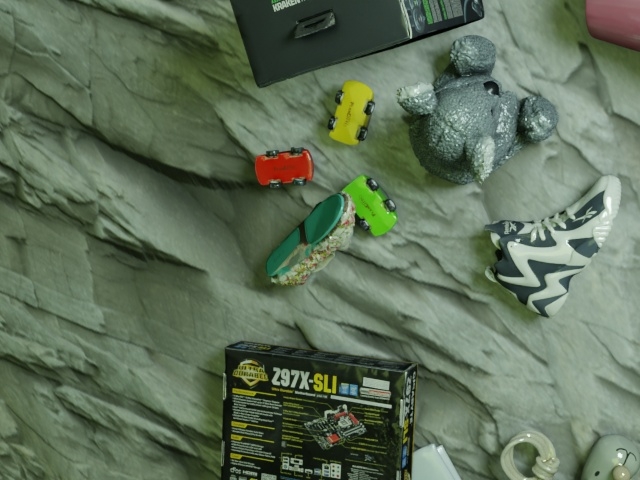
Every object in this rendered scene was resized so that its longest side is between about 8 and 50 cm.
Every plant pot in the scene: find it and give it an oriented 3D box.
[{"bbox_3d":[0.458,-0.325,1.197,0.180,0.201,0.201,12,105,31],"label":"plant pot"}]

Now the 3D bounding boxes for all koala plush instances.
[{"bbox_3d":[0.201,-0.163,1.285,0.196,0.221,0.203,46,111,4],"label":"koala plush"}]

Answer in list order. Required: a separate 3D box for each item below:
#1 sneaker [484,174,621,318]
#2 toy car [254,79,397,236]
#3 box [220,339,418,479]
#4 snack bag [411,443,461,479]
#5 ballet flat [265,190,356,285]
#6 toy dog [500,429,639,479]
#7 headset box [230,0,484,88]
[{"bbox_3d":[0.328,-0.014,1.341,0.153,0.094,0.235,27,118,2],"label":"sneaker"},{"bbox_3d":[0.042,-0.106,1.439,0.239,0.053,0.225,-39,88,21],"label":"toy car"},{"bbox_3d":[-0.007,0.313,1.507,0.322,0.079,0.257,4,95,20],"label":"box"},{"bbox_3d":[0.134,0.547,1.549,0.343,0.037,0.323,-31,90,20],"label":"snack bag"},{"bbox_3d":[0.000,0.000,1.432,0.077,0.091,0.241,19,144,-27],"label":"ballet flat"},{"bbox_3d":[0.381,0.466,1.376,0.220,0.161,0.333,3,104,2],"label":"toy dog"},{"bbox_3d":[0.053,-0.318,1.241,0.246,0.283,0.131,-11,101,32],"label":"headset box"}]
